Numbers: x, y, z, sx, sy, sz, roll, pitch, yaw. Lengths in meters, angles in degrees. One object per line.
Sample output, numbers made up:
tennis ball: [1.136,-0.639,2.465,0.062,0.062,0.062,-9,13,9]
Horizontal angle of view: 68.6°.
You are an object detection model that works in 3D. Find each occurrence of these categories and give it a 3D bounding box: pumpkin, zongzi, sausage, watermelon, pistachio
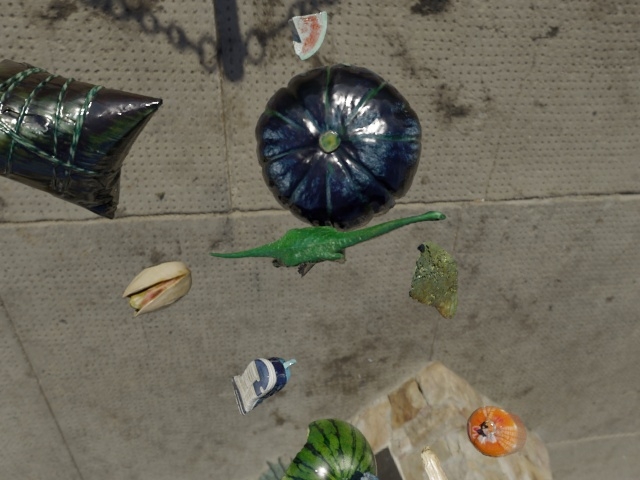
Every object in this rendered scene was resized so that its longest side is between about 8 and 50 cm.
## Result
pumpkin: [0.040,-0.197,1.036,0.364,0.266,0.363,0,94,4]
zongzi: [-0.493,-0.231,0.903,0.383,0.319,0.362,37,127,-27]
sausage: [0.341,0.371,0.910,0.093,0.093,0.312,-33,148,12]
watermelon: [0.036,0.716,1.371,0.331,0.189,0.330,-1,93,-14]
watermelon: [-0.031,-0.349,0.788,0.085,0.085,0.061,-46,148,19]
pistachio: [-0.460,0.134,1.345,0.144,0.215,0.143,12,119,23]

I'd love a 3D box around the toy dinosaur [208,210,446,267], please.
toy dinosaur: [-0.012,0.007,0.917,0.448,0.301,0.087,-8,86,-4]

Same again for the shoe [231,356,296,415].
shoe: [-0.133,0.328,1.072,0.106,0.091,0.207,-2,147,-41]

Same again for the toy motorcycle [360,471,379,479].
toy motorcycle: [0.084,0.605,1.065,0.239,0.204,0.108,23,105,-1]

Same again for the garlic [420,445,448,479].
garlic: [0.228,0.507,0.847,0.245,0.253,0.245,-6,163,-2]

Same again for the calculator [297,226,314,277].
calculator: [0.000,0.000,1.363,0.166,0.028,0.274,-44,164,-24]

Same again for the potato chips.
potato chips: [0.238,0.086,0.974,0.142,0.026,0.209,-30,118,-25]
